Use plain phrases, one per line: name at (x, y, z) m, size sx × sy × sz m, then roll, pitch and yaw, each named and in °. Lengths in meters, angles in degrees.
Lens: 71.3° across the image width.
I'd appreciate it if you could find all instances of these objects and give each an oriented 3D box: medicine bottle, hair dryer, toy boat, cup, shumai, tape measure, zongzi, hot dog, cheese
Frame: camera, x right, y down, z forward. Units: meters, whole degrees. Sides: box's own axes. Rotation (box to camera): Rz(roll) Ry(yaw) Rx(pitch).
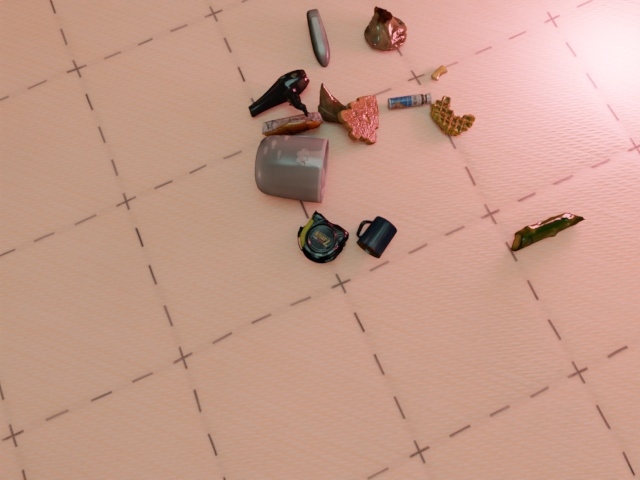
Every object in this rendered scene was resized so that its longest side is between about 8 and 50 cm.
medicine bottle at (0.392, -0.618, 1.976) m, size 0.190 × 0.051 × 0.051 m, roll -9°, pitch 78°, yaw 0°
hair dryer at (-0.144, -0.577, 1.882) m, size 0.303 × 0.120 × 0.360 m, roll -32°, pitch 44°, yaw 0°
toy boat at (-0.007, -0.919, 2.041) m, size 0.078 × 0.085 × 0.261 m, roll -14°, pitch 89°, yaw -1°
cup at (-0.109, -0.332, 1.847) m, size 0.274 × 0.260 × 0.357 m, roll 6°, pitch 47°, yaw 3°
cup at (0.220, -0.026, 1.824) m, size 0.150 × 0.113 × 0.138 m, roll 36°, pitch 79°, yaw 6°
shumai at (0.300, -0.966, 2.018) m, size 0.201 × 0.120 × 0.202 m, roll 0°, pitch 75°, yaw 1°
tape measure at (0.000, 0.000, 1.826) m, size 0.199 × 0.112 × 0.186 m, roll 34°, pitch 74°, yaw 13°
zongzi at (0.083, -0.583, 1.914) m, size 0.188 × 0.178 × 0.082 m, roll 11°, pitch 52°, yaw 3°
hot dog at (-0.122, -0.493, 1.911) m, size 0.267 × 0.144 × 0.075 m, roll -9°, pitch 101°, yaw 6°
cheese at (0.536, -0.752, 2.012) m, size 0.044 × 0.030 × 0.083 m, roll 40°, pitch 76°, yaw 15°

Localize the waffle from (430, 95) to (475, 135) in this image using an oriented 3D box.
waffle at (0.574, -0.546, 1.958) m, size 0.148 × 0.051 × 0.194 m, roll -33°, pitch 75°, yaw -6°

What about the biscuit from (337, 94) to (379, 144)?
biscuit at (0.182, -0.535, 1.939) m, size 0.212 × 0.041 × 0.239 m, roll 33°, pitch 70°, yaw -20°

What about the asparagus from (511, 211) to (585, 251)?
asparagus at (0.930, -0.049, 1.831) m, size 0.342 × 0.082 × 0.085 m, roll -24°, pitch 75°, yaw -5°
